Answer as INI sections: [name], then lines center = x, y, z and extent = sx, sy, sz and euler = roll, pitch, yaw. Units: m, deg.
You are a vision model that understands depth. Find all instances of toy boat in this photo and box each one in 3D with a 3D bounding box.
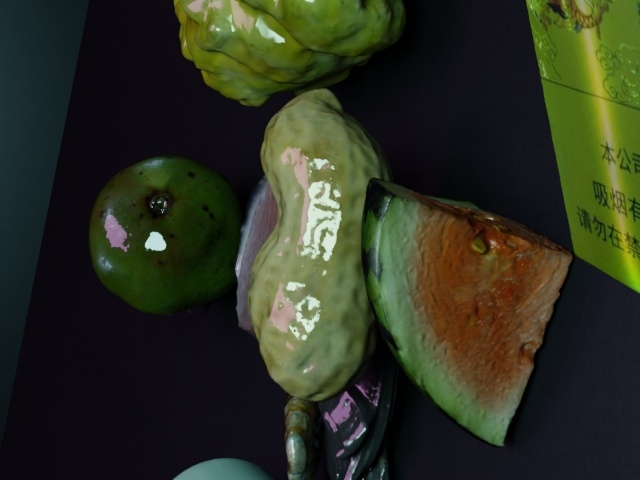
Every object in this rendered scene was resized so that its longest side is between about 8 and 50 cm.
[toy boat]
center = -0.016, 0.010, 0.959
extent = 0.227, 0.085, 0.155
euler = 129, 145, -66

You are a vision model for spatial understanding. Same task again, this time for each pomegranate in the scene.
[pomegranate]
center = -0.171, 0.009, 1.271
extent = 0.225, 0.187, 0.187
euler = 84, -178, -60

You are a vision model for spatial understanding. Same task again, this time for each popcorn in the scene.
[popcorn]
center = -0.031, -0.261, 0.972
extent = 0.242, 0.235, 0.250
euler = -16, 83, 39

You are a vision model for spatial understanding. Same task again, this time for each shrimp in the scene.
[shrimp]
center = -0.015, 0.156, 0.948
extent = 0.161, 0.034, 0.091
euler = -81, -11, -55

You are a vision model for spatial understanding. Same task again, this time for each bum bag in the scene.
[bum bag]
center = 0.037, 0.085, 0.865
extent = 0.123, 0.060, 0.248
euler = -136, 58, -70

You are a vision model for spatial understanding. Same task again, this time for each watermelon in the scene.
[watermelon]
center = 0.070, 0.024, 0.710
extent = 0.137, 0.145, 0.193
euler = -47, 38, 45

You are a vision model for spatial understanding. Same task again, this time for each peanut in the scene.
[peanut]
center = 0.000, 0.000, 0.788
extent = 0.098, 0.103, 0.229
euler = 46, -131, -76

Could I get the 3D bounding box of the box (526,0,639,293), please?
[box]
center = 0.152, -0.107, 0.504
extent = 0.173, 0.043, 0.311
euler = -137, 29, -63

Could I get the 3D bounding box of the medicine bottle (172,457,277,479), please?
[medicine bottle]
center = -0.054, 0.271, 0.889
extent = 0.225, 0.139, 0.139
euler = -164, 86, -67
